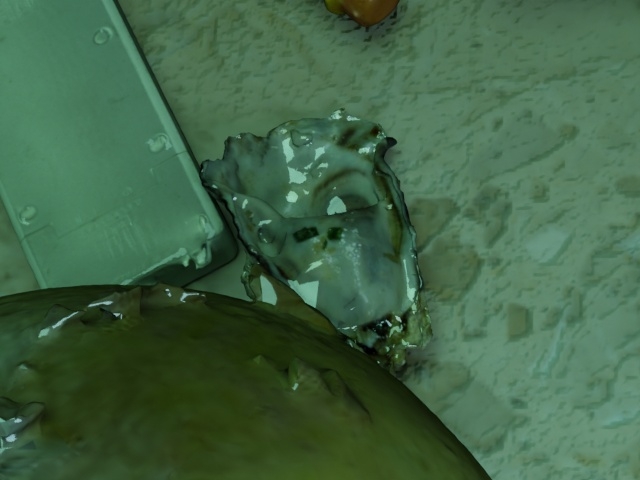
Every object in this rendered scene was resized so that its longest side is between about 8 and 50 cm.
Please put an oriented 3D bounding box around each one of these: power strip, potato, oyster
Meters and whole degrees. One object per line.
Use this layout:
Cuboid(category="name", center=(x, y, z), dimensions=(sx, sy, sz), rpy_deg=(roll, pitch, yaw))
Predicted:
Cuboid(category="power strip", center=(-0.158, -0.104, 0.929), dimensions=(0.106, 0.043, 0.367), rpy_deg=(-28, 67, 1))
Cuboid(category="potato", center=(-0.123, 0.205, 0.671), dimensions=(0.442, 0.319, 0.385), rpy_deg=(-33, 66, 1))
Cuboid(category="oyster", center=(-0.002, -0.001, 0.848), dimensions=(0.108, 0.053, 0.166), rpy_deg=(-2, 47, -21))

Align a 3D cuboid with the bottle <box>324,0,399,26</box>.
Cuboid(category="bottle", center=(-0.027, -0.187, 0.920), dimensions=(0.069, 0.069, 0.187), rpy_deg=(-44, 70, -6))
